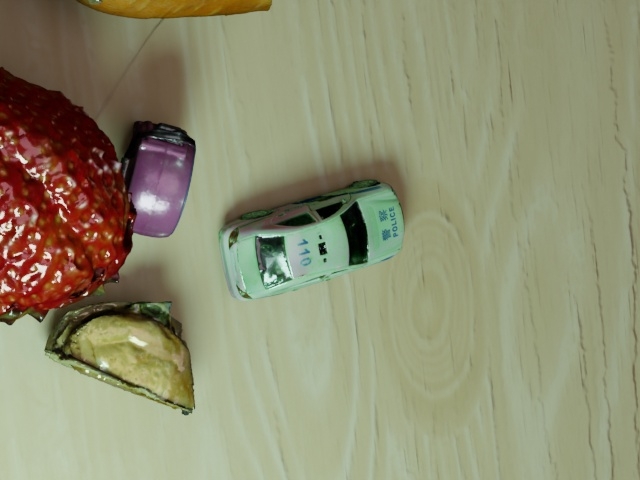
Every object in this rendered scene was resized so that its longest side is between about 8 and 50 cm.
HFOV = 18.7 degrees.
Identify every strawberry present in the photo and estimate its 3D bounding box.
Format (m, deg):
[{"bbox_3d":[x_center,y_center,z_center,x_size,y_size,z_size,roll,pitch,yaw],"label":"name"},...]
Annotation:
[{"bbox_3d":[-0.319,-0.055,1.828,0.250,0.238,0.288,-50,141,-25],"label":"strawberry"}]

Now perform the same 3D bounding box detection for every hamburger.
[{"bbox_3d":[-0.195,0.107,2.016,0.176,0.087,0.102,24,73,-21],"label":"hamburger"}]

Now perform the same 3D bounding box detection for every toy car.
[{"bbox_3d":[0.000,0.000,2.107,0.224,0.076,0.090,-17,103,-25],"label":"toy car"}]

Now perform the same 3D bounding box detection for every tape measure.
[{"bbox_3d":[-0.172,-0.063,1.981,0.074,0.125,0.118,13,87,-11],"label":"tape measure"}]

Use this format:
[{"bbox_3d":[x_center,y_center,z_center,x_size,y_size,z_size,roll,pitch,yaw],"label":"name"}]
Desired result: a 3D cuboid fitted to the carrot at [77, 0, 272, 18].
[{"bbox_3d":[-0.167,-0.313,1.900,0.331,0.214,0.193,-1,96,-25],"label":"carrot"}]
